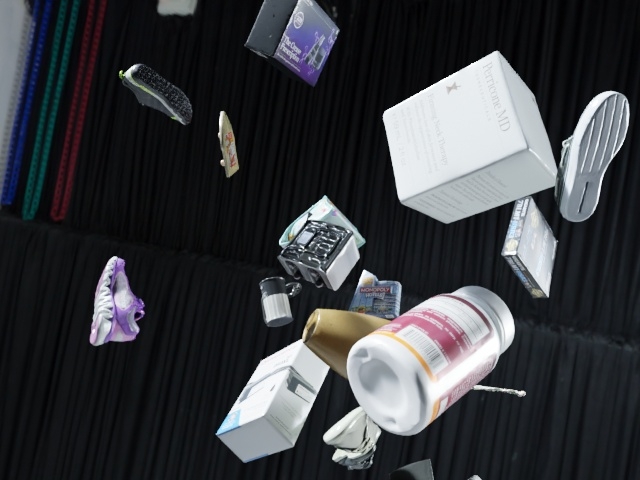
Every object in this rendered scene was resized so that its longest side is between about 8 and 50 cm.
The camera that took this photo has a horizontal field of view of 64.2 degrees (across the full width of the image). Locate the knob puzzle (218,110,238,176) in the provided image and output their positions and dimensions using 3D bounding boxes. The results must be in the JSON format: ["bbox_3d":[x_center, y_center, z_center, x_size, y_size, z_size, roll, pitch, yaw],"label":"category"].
[{"bbox_3d":[-0.302,-0.309,1.619,0.029,0.213,0.213,-6,-2,3],"label":"knob puzzle"}]

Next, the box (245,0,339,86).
[{"bbox_3d":[-0.068,-0.555,1.390,0.103,0.184,0.261,26,9,21],"label":"box"}]

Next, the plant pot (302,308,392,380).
[{"bbox_3d":[0.080,0.320,1.627,0.254,0.237,0.237,26,-5,-12],"label":"plant pot"}]

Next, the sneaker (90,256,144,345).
[{"bbox_3d":[-0.456,0.141,1.166,0.104,0.095,0.236,13,39,-28],"label":"sneaker"}]

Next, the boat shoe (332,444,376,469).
[{"bbox_3d":[0.170,0.931,2.202,0.113,0.127,0.340,42,-42,2],"label":"boat shoe"}]

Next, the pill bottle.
[{"bbox_3d":[0.270,0.257,1.189,0.392,0.224,0.224,-20,20,-39],"label":"pill bottle"}]

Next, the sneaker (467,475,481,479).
[{"bbox_3d":[0.514,0.855,1.575,0.169,0.108,0.293,43,-19,47],"label":"sneaker"}]

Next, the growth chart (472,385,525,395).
[{"bbox_3d":[0.602,0.527,1.804,0.237,0.021,0.172,0,-17,27],"label":"growth chart"}]

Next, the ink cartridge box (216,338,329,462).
[{"bbox_3d":[-0.167,0.592,1.915,0.285,0.166,0.395,-34,13,35],"label":"ink cartridge box"}]

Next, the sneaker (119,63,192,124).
[{"bbox_3d":[-0.484,-0.429,1.512,0.097,0.084,0.234,-13,-39,33],"label":"sneaker"}]

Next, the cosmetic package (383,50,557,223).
[{"bbox_3d":[0.463,-0.292,1.583,0.393,0.330,0.327,-23,-25,34],"label":"cosmetic package"}]

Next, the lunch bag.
[{"bbox_3d":[0.000,0.000,1.973,0.223,0.262,0.160,45,7,-31],"label":"lunch bag"}]

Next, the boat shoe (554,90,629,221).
[{"bbox_3d":[0.658,-0.215,1.292,0.121,0.335,0.119,0,30,-10],"label":"boat shoe"}]

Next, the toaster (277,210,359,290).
[{"bbox_3d":[0.001,0.032,1.406,0.168,0.186,0.110,16,-35,32],"label":"toaster"}]

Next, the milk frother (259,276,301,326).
[{"bbox_3d":[-0.114,0.196,1.607,0.143,0.135,0.129,-7,-25,-15],"label":"milk frother"}]

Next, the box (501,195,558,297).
[{"bbox_3d":[0.842,0.029,2.031,0.073,0.296,0.293,-11,-47,46],"label":"box"}]

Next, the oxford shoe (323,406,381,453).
[{"bbox_3d":[0.126,0.677,1.782,0.130,0.169,0.449,55,0,24],"label":"oxford shoe"}]

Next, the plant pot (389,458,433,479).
[{"bbox_3d":[0.347,0.961,1.917,0.166,0.188,0.188,-6,13,8],"label":"plant pot"}]

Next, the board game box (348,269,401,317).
[{"bbox_3d":[0.219,0.211,2.033,0.194,0.194,0.060,-5,-34,22],"label":"board game box"}]
